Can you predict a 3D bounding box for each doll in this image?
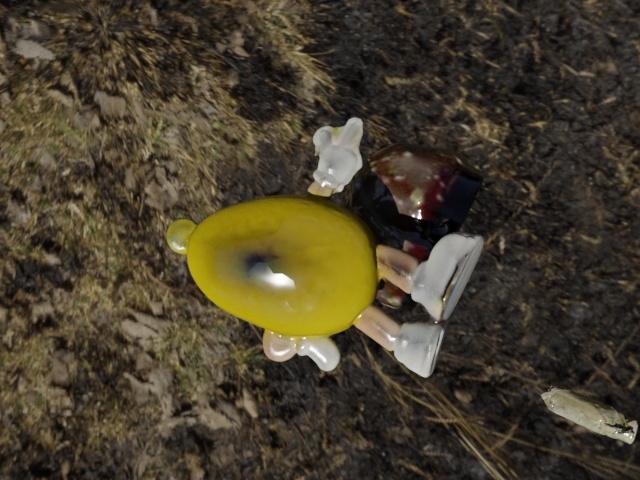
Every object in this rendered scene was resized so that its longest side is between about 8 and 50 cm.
[{"bbox_3d":[0.021,0.030,1.101,0.348,0.161,0.423,-44,79,3],"label":"doll"}]

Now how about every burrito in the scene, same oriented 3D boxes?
[{"bbox_3d":[0.507,0.325,1.432,0.058,0.188,0.045,-51,137,-22],"label":"burrito"}]

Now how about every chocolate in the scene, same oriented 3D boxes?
[{"bbox_3d":[0.130,-0.035,1.336,0.210,0.340,0.225,29,54,7],"label":"chocolate"}]
